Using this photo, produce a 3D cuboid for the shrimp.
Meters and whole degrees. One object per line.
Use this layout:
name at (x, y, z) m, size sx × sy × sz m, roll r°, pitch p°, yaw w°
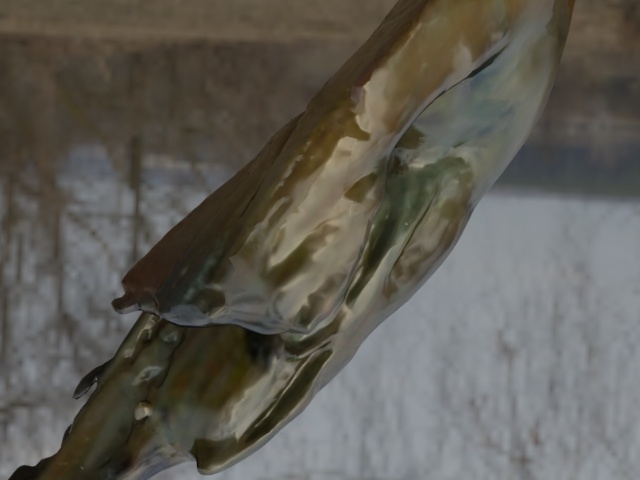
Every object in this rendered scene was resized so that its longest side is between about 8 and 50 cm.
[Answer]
shrimp at (0.004, -0.007, 0.551) m, size 0.059 × 0.254 × 0.145 m, roll 42°, pitch 160°, yaw 7°
